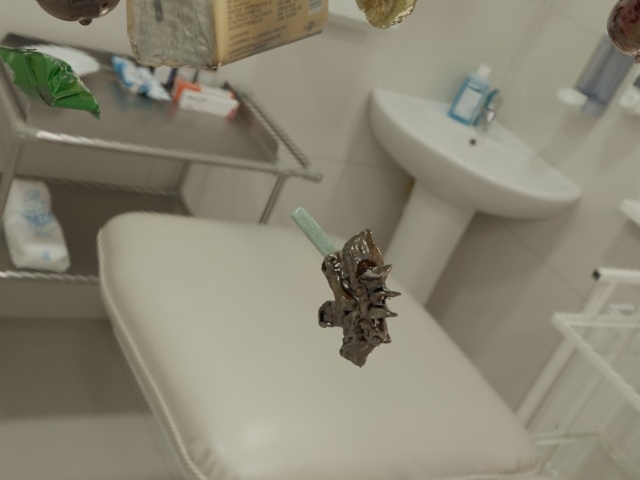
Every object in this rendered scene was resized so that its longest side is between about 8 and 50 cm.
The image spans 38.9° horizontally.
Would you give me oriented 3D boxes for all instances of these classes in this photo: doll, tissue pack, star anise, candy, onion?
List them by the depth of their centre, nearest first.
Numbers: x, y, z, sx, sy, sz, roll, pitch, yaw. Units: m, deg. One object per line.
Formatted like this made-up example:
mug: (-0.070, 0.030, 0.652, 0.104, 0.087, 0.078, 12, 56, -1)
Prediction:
tissue pack: (-0.148, -0.363, 1.214, 0.239, 0.238, 0.305, 31, 32, 14)
doll: (-0.371, -0.423, 1.403, 0.145, 0.188, 0.096, 4, 35, -32)
onion: (0.506, -0.350, 1.436, 0.206, 0.098, 0.151, -11, 77, -53)
star anise: (0.057, 0.103, 1.658, 0.099, 0.214, 0.220, -1, 58, -39)
candy: (-0.505, -0.292, 1.673, 0.141, 0.078, 0.203, 2, -27, 30)

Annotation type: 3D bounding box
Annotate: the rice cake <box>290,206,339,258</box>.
rice cake: (0.001, 0.000, 1.920, 0.170, 0.029, 0.033, 49, 59, -12)

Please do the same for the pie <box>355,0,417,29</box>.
pie: (0.132, -0.584, 1.788, 0.083, 0.339, 0.339, -7, 36, -17)
